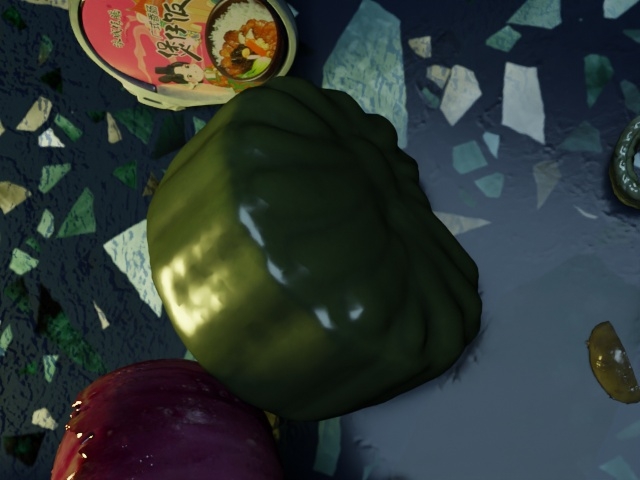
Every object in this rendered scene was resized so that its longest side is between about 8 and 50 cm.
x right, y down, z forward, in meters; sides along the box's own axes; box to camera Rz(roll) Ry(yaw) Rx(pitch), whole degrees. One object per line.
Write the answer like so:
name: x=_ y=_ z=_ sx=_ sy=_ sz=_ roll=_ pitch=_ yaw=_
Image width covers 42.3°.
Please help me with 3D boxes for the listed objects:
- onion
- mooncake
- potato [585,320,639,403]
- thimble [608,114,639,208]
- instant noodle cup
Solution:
onion: x=-0.121 y=0.288 z=0.818 sx=0.345 sy=0.358 sz=0.358 roll=-17 pitch=72 yaw=-37
mooncake: x=0.000 y=0.000 z=0.835 sx=0.187 sy=0.351 sz=0.351 roll=-37 pitch=73 yaw=36
potato: x=0.314 y=0.135 z=0.893 sx=0.037 sy=0.036 sz=0.093 roll=-20 pitch=78 yaw=4
thimble: x=0.364 y=-0.091 z=0.908 sx=0.084 sy=0.062 sz=0.110 roll=9 pitch=82 yaw=14
instant noodle cup: x=-0.149 y=-0.307 z=0.971 sx=0.302 sy=0.258 sz=0.181 roll=-30 pitch=49 yaw=48
